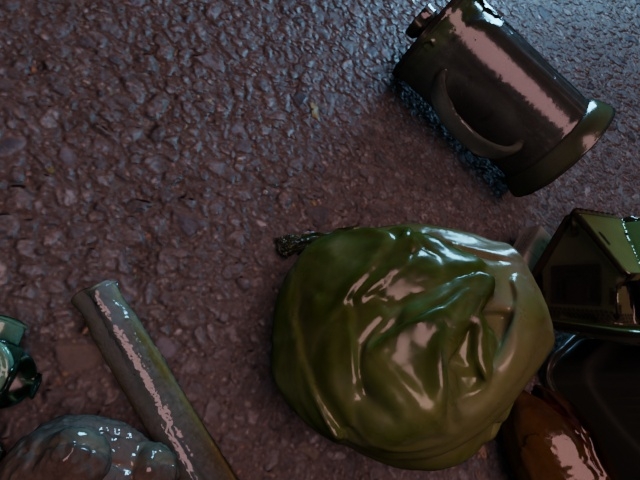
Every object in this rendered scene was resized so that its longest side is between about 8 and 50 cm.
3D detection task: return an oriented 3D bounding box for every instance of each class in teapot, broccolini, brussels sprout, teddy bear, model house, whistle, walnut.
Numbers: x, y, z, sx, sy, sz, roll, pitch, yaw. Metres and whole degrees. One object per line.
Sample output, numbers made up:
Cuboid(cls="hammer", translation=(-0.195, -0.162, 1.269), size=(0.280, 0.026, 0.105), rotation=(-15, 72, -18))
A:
Cuboid(cls="teapot", translation=(0.268, -0.239, 0.774), size=(0.337, 0.200, 0.270), rotation=(42, 53, -3))
Cuboid(cls="broccolini", translation=(0.000, 0.000, 0.692), size=(0.140, 0.030, 0.035), rotation=(-9, 85, -28))
Cuboid(cls="brussels sprout", translation=(0.097, 0.115, 0.567), size=(0.328, 0.247, 0.327), rotation=(1, 68, -2))
Cuboid(cls="teddy bear", translation=(-0.245, 0.297, 0.424), size=(0.236, 0.151, 0.267), rotation=(39, 53, -42))
Cuboid(cls="model house", translation=(0.440, 0.002, 0.690), size=(0.219, 0.205, 0.278), rotation=(3, 87, -29))
Cuboid(cls="whistle", translation=(-0.178, 0.193, 0.536), size=(0.057, 0.068, 0.326), rotation=(-31, 87, 1))
Cuboid(cls="walnut", translation=(0.341, 0.318, 0.668), size=(0.137, 0.137, 0.245), rotation=(-22, 82, -26))

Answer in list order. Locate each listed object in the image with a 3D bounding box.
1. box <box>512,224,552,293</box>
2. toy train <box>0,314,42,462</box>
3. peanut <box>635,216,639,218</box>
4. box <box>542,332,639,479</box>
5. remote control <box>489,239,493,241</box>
Cuboid(cls="box", translation=(0.350, 0.064, 0.784), size=(0.100, 0.048, 0.152), rotation=(41, 72, -12))
Cuboid(cls="toy train", translation=(-0.380, 0.159, 0.444), size=(0.163, 0.112, 0.203), rotation=(18, 67, -9))
Cuboid(cls="peanut", translation=(0.650, -0.012, 0.939), size=(0.113, 0.054, 0.053), rotation=(21, 67, -15))
Cuboid(cls="box", translation=(0.494, 0.269, 0.716), size=(0.138, 0.178, 0.274), rotation=(-29, 86, -27))
Cuboid(cls="remote control", translation=(0.324, 0.030, 0.814), size=(0.096, 0.014, 0.039), rotation=(18, 78, -14))
